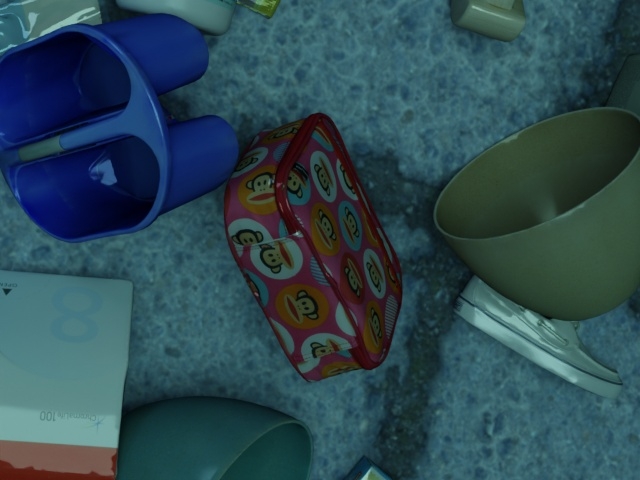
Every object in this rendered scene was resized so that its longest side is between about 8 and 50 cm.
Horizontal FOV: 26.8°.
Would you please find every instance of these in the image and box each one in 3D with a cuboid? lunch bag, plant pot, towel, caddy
[{"bbox_3d":[0.000,0.000,1.657,0.120,0.258,0.293,-15,116,23],"label":"lunch bag"},{"bbox_3d":[0.310,-0.011,1.693,0.284,0.284,0.191,-32,112,-4],"label":"plant pot"},{"bbox_3d":[-0.171,0.309,1.665,0.195,0.290,0.290,26,92,25],"label":"plant pot"},{"bbox_3d":[-0.072,-0.331,1.722,0.060,0.009,0.083,28,91,-10],"label":"towel"},{"bbox_3d":[-0.260,-0.128,1.558,0.179,0.341,0.241,-26,101,-41],"label":"caddy"}]

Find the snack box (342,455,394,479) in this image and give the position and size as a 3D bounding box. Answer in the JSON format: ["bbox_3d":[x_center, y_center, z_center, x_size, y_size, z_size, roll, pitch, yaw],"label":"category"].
[{"bbox_3d":[0.026,0.471,1.796,0.187,0.060,0.322,42,89,-11],"label":"snack box"}]

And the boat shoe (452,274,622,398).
[{"bbox_3d":[0.303,0.123,1.784,0.258,0.095,0.084,30,95,-11],"label":"boat shoe"}]

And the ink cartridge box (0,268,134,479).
[{"bbox_3d":[-0.382,0.191,1.558,0.308,0.385,0.091,6,131,-9],"label":"ink cartridge box"}]

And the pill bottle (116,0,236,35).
[{"bbox_3d":[-0.151,-0.392,1.636,0.146,0.146,0.264,14,93,-10],"label":"pill bottle"}]

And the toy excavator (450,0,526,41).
[{"bbox_3d":[0.285,-0.521,1.632,0.222,0.433,0.445,17,65,-10],"label":"toy excavator"}]

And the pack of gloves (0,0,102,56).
[{"bbox_3d":[-0.400,-0.320,1.668,0.232,0.046,0.195,-12,86,-10],"label":"pack of gloves"}]

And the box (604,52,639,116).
[{"bbox_3d":[0.457,-0.175,1.684,0.094,0.275,0.113,23,92,-12],"label":"box"}]
